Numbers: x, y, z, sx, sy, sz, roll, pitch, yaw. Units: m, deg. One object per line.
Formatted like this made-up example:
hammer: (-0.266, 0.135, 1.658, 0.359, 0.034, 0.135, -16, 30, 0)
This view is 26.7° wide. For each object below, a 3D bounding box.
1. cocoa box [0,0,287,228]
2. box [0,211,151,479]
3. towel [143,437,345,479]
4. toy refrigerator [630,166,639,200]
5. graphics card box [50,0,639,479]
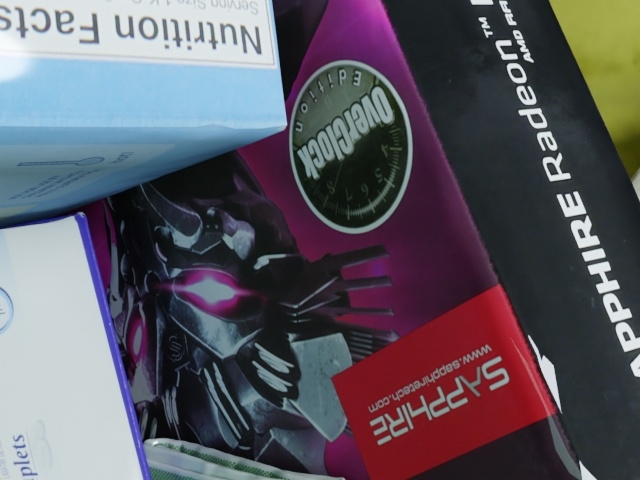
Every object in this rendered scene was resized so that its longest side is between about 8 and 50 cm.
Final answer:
cocoa box: (-0.210, -0.108, 0.483, 0.347, 0.231, 0.228, -15, 81, 51)
box: (-0.119, 0.075, 0.528, 0.137, 0.072, 0.126, 126, 130, -64)
towel: (-0.021, 0.150, 0.484, 0.113, 0.023, 0.152, 3, 103, 52)
toy refrigerator: (0.217, 0.064, 0.469, 0.269, 0.094, 0.102, 41, 122, 15)
graphics card box: (0.000, 0.000, 0.512, 0.233, 0.094, 0.370, -35, 71, 47)
